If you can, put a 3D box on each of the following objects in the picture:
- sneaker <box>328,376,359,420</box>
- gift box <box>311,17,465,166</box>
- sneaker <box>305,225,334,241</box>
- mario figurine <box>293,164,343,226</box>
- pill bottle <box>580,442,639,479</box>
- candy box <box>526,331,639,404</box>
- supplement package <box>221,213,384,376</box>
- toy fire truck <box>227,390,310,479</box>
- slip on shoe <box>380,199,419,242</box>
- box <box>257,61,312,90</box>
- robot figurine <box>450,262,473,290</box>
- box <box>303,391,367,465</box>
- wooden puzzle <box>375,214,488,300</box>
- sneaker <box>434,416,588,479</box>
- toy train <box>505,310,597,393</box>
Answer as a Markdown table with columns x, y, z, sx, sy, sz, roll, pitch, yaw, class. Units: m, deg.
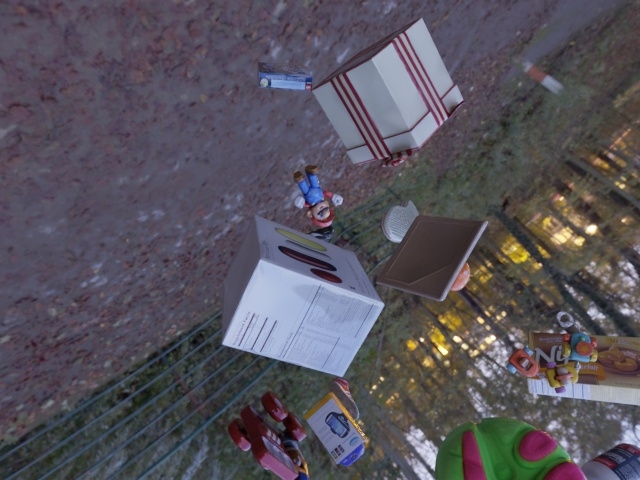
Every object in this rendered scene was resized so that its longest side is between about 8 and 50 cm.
| x | y | z | sx | sy | sz | roll | pitch | yaw | class |
| --- | --- | --- | --- | --- | --- | --- | --- | --- | --- |
| 0.069 | 0.424 | 1.200 | 0.042 | 0.118 | 0.067 | -35 | 175 | 12 | sneaker |
| 0.176 | -0.333 | 1.064 | 0.255 | 0.258 | 0.276 | -45 | -155 | -24 | gift box |
| 0.000 | 0.000 | 2.018 | 0.100 | 0.108 | 0.271 | -16 | 178 | -20 | sneaker |
| -0.008 | -0.197 | 2.146 | 0.198 | 0.320 | 0.170 | -11 | -143 | 19 | mario figurine |
| 0.652 | 0.537 | 0.989 | 0.180 | 0.108 | 0.108 | -12 | 150 | -23 | pill bottle |
| 0.803 | 0.381 | 1.341 | 0.087 | 0.316 | 0.183 | 65 | 36 | -32 | candy box |
| -0.040 | 0.084 | 0.729 | 0.149 | 0.203 | 0.194 | -63 | -160 | 16 | supplement package |
| -0.133 | 0.634 | 1.346 | 0.169 | 0.254 | 0.302 | -38 | 120 | -6 | toy fire truck |
| 0.247 | -0.056 | 1.440 | 0.101 | 0.123 | 0.331 | -28 | -176 | 24 | slip on shoe |
| -0.119 | -0.524 | 1.408 | 0.159 | 0.233 | 0.044 | 0 | 119 | -10 | box |
| 0.470 | 0.110 | 1.684 | 0.128 | 0.219 | 0.158 | -63 | 168 | -4 | robot figurine |
| 0.035 | 0.404 | 0.943 | 0.081 | 0.136 | 0.028 | -44 | 161 | 11 | box |
| 0.265 | 0.037 | 1.070 | 0.221 | 0.044 | 0.238 | -55 | -152 | -16 | wooden puzzle |
| 0.223 | 0.408 | 0.368 | 0.185 | 0.483 | 0.202 | -10 | 139 | 8 | sneaker |
| 0.447 | 0.216 | 0.846 | 0.166 | 0.125 | 0.046 | -41 | 161 | -2 | toy train |
